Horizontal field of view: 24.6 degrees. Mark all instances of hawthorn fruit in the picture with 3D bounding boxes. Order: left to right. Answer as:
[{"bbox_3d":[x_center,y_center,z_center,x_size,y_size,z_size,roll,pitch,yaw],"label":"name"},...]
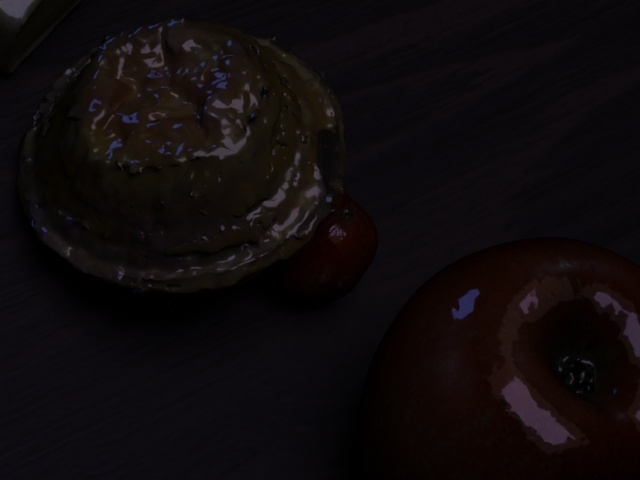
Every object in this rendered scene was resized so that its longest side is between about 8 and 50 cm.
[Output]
[{"bbox_3d":[0.000,0.000,1.505,0.128,0.128,0.128,9,59,-15],"label":"hawthorn fruit"}]

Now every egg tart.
[{"bbox_3d":[-0.138,-0.108,1.453,0.352,0.150,0.352,-3,53,4],"label":"egg tart"}]

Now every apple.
[{"bbox_3d":[0.203,0.171,1.388,0.349,0.277,0.348,9,59,-16],"label":"apple"}]

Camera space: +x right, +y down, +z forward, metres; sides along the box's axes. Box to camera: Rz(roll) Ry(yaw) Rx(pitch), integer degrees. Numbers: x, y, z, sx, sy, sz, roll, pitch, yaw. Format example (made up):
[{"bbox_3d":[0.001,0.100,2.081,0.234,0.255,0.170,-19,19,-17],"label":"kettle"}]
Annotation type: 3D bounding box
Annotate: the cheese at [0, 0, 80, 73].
[{"bbox_3d":[-0.368,-0.343,1.563,0.265,0.124,0.242,34,52,0],"label":"cheese"}]
